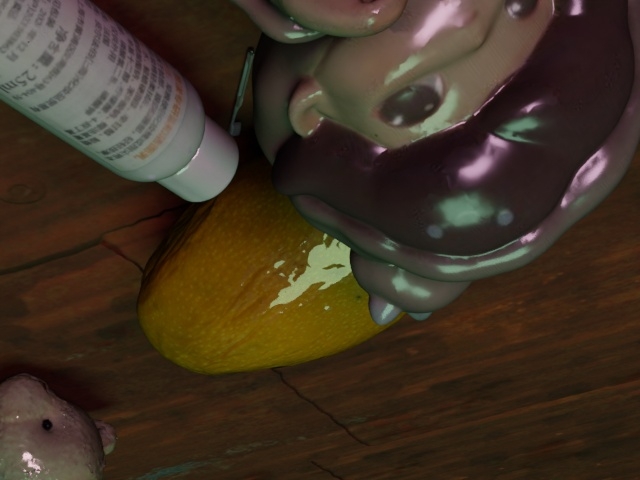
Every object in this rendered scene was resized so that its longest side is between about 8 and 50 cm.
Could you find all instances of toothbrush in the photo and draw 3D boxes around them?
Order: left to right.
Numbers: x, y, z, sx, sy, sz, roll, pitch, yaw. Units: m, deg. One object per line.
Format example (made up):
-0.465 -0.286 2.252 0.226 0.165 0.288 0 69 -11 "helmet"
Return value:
-0.054 -0.100 0.821 0.008 0.006 0.097 -11 153 -19 "toothbrush"

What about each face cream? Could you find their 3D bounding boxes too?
-0.144 -0.098 0.729 0.082 0.082 0.269 -21 148 23 "face cream"

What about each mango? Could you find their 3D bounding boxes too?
0.004 0.000 0.877 0.359 0.144 0.187 -29 147 29 "mango"

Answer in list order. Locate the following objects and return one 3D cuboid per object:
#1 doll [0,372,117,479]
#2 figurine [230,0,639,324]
-0.355 0.202 1.203 0.278 0.175 0.149 -2 114 7 "doll"
0.034 -0.124 0.601 0.248 0.203 0.380 -48 134 -4 "figurine"
